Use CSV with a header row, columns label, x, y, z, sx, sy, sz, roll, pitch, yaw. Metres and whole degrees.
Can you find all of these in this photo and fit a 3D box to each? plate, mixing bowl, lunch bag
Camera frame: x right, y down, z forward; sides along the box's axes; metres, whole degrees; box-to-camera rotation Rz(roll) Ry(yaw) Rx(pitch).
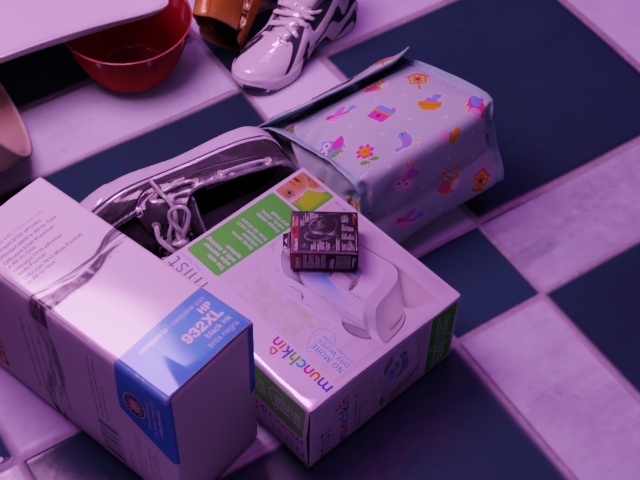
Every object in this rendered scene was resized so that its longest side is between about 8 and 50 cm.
label,x,y,z,sx,sy,sz,roll,pitch,yaw
plate,-0.383,-0.347,1.652,0.277,0.045,0.278,-23,57,-20
mixing bowl,-0.263,-0.270,1.689,0.181,0.098,0.181,0,51,0
lunch bag,0.064,-0.129,1.544,0.223,0.160,0.262,-31,43,-18

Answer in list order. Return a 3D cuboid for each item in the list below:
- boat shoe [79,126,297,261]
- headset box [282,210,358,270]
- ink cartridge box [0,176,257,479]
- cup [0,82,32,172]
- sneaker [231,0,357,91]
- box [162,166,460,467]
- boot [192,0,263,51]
label,x,y,z,sx,sy,sz,roll,pitch,yaw
boat shoe,-0.169,-0.026,1.460,0.306,0.113,0.105,-25,40,-14
headset box,0.000,0.000,1.355,0.083,0.032,0.062,0,50,-1
ink cartridge box,-0.222,0.108,1.301,0.307,0.223,0.129,32,57,23
cup,-0.550,-0.165,1.499,0.237,0.331,0.331,-37,56,4
sneaker,-0.036,-0.318,1.695,0.235,0.153,0.094,-35,58,-25
box,-0.018,0.082,1.390,0.231,0.126,0.262,-34,59,-27
boot,-0.101,-0.373,1.760,0.104,0.295,0.211,12,91,22
